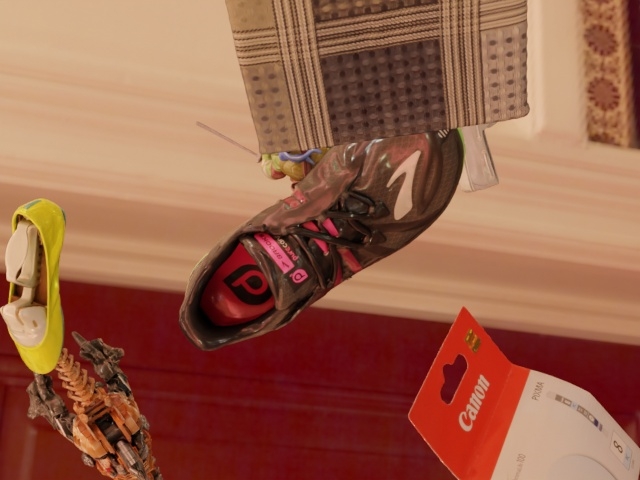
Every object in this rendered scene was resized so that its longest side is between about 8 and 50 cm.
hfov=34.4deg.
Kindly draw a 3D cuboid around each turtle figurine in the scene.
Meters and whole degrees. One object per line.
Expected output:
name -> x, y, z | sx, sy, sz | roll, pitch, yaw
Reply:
turtle figurine -> -0.002, -0.164, 1.644 | 0.197, 0.266, 0.275 | -56, 40, 4

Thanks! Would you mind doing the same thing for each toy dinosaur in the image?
toy dinosaur -> -0.314, 0.250, 1.505 | 0.218, 0.164, 0.322 | 43, 139, 39

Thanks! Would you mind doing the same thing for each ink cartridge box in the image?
ink cartridge box -> 0.328, 0.302, 1.582 | 0.091, 0.385, 0.308 | -35, 10, 36

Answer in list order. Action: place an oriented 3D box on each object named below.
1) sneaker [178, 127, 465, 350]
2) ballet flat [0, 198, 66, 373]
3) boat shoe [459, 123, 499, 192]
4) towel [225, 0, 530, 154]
sneaker -> 0.000, 0.000, 1.358 | 0.483, 0.185, 0.202 | -42, 6, 21
ballet flat -> -0.368, 0.062, 1.303 | 0.077, 0.077, 0.231 | -20, -63, -70
boat shoe -> 0.263, -0.198, 1.770 | 0.079, 0.081, 0.227 | -40, -59, -73
towel -> 0.061, -0.243, 1.050 | 0.056, 0.312, 0.324 | -97, -1, -49
